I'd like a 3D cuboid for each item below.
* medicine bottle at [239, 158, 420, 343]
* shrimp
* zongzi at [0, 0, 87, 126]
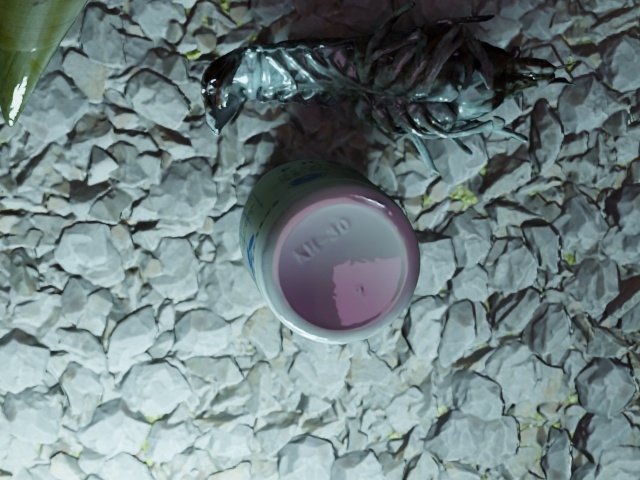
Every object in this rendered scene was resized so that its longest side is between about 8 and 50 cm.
[{"bbox_3d":[0.000,0.000,1.726,0.170,0.293,0.170,-1,100,-8],"label":"medicine bottle"},{"bbox_3d":[0.078,-0.174,1.780,0.410,0.166,0.221,7,134,5],"label":"shrimp"},{"bbox_3d":[-0.365,-0.342,1.697,0.323,0.160,0.360,31,103,-6],"label":"zongzi"}]
